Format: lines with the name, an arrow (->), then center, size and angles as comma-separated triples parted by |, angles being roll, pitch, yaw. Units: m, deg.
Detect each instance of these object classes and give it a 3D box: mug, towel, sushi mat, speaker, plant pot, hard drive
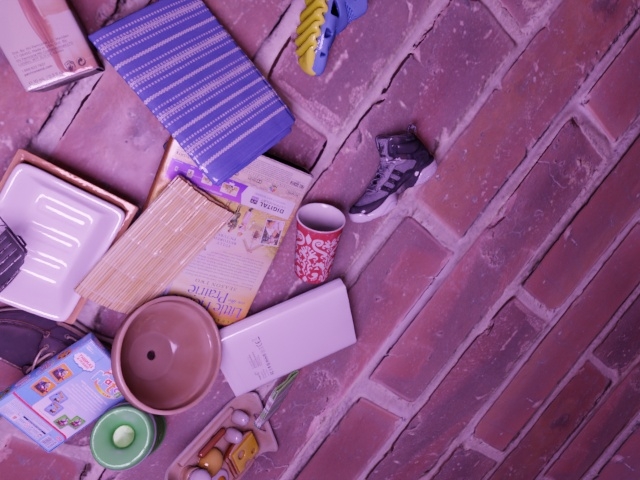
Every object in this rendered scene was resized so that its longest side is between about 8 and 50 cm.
mug -> 0.005, 0.006, 1.073 | 0.150, 0.113, 0.170 | -23, 139, -35
towel -> -0.224, -0.295, 0.856 | 0.336, 0.040, 0.243 | 51, 59, -11
towel -> -0.118, 0.418, 1.181 | 0.023, 0.113, 0.152 | 34, 116, 15
sushi mat -> -0.332, 0.021, 0.903 | 0.316, 0.019, 0.151 | -46, 134, 6
speaker -> -0.413, 0.424, 0.982 | 0.131, 0.296, 0.131 | 5, 69, -12
plant pot -> -0.338, 0.242, 0.953 | 0.237, 0.109, 0.238 | 16, 68, -43
hard drive -> -0.086, 0.253, 1.143 | 0.352, 0.047, 0.233 | -22, 131, -10

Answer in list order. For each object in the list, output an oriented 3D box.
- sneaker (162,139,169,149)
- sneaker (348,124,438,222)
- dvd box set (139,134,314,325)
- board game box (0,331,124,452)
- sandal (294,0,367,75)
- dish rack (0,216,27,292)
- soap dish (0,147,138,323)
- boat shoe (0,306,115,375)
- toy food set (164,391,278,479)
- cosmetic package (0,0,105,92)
sneaker -> -0.228, -0.224, 0.952 | 0.209, 0.069, 0.082 | -29, 114, -8
sneaker -> 0.154, -0.169, 1.088 | 0.268, 0.101, 0.153 | -37, 115, -10
dvd box set -> -0.238, -0.016, 0.984 | 0.307, 0.062, 0.421 | 17, 109, -28
board game box -> -0.512, 0.311, 0.912 | 0.211, 0.039, 0.160 | -34, 119, -11
sandal -> 0.040, -0.499, 0.926 | 0.138, 0.126, 0.318 | 11, 105, -26
dish rack -> -0.655, -0.009, 0.768 | 0.208, 0.074, 0.272 | -40, 90, 8
soap dish -> -0.540, -0.003, 0.893 | 0.228, 0.118, 0.291 | 29, 96, -25
boat shoe -> -0.557, 0.249, 0.965 | 0.355, 0.130, 0.133 | 24, 99, -24
toy food set -> -0.235, 0.575, 1.139 | 0.306, 0.092, 0.220 | -40, 123, -44
cosmetic package -> -0.500, -0.416, 0.751 | 0.129, 0.153, 0.297 | -25, 116, -11
